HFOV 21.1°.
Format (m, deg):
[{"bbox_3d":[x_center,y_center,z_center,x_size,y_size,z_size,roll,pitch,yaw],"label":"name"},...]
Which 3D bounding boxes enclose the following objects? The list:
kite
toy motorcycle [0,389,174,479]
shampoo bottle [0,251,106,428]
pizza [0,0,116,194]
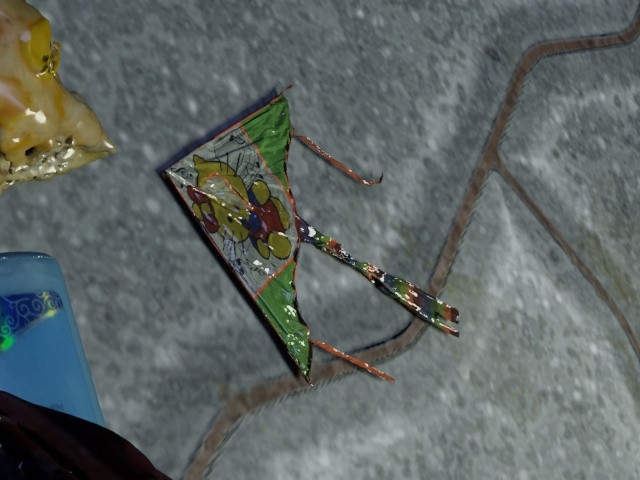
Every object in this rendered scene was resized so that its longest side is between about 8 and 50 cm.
[{"bbox_3d":[0.000,0.000,1.000,0.244,0.006,0.198,26,49,-39],"label":"kite"},{"bbox_3d":[-0.140,0.091,0.606,0.401,0.207,0.134,38,75,14],"label":"toy motorcycle"},{"bbox_3d":[-0.120,0.134,0.725,0.104,0.061,0.258,-7,74,-48],"label":"shampoo bottle"},{"bbox_3d":[-0.196,-0.104,0.756,0.297,0.071,0.189,50,33,-36],"label":"pizza"}]
